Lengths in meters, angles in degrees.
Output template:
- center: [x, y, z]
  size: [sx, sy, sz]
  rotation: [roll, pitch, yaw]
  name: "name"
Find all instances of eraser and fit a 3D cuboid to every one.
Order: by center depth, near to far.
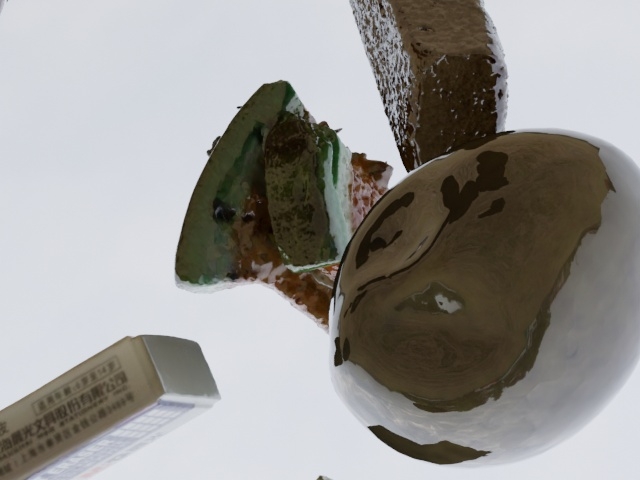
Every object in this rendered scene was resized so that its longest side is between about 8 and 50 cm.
- center: [-0.248, 0.190, 1.770]
  size: [0.279, 0.124, 0.081]
  rotation: [-31, -108, 18]
  name: "eraser"

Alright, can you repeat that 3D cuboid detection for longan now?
- center: [0.157, 0.055, 1.544]
  size: [0.350, 0.288, 0.288]
  rotation: [-53, -165, 35]
  name: "longan"

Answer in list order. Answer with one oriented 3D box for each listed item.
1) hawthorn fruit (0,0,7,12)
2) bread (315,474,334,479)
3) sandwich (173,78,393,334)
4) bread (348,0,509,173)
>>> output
- center: [-0.381, -0.269, 1.793]
  size: [0.148, 0.148, 0.172]
  rotation: [-33, -143, 2]
  name: "hawthorn fruit"
- center: [0.053, 0.354, 1.694]
  size: [0.178, 0.141, 0.266]
  rotation: [-26, -136, -17]
  name: "bread"
- center: [0.000, 0.000, 1.895]
  size: [0.250, 0.301, 0.162]
  rotation: [-58, -165, -2]
  name: "sandwich"
- center: [0.107, -0.225, 1.820]
  size: [0.113, 0.165, 0.416]
  rotation: [-6, -142, -5]
  name: "bread"
